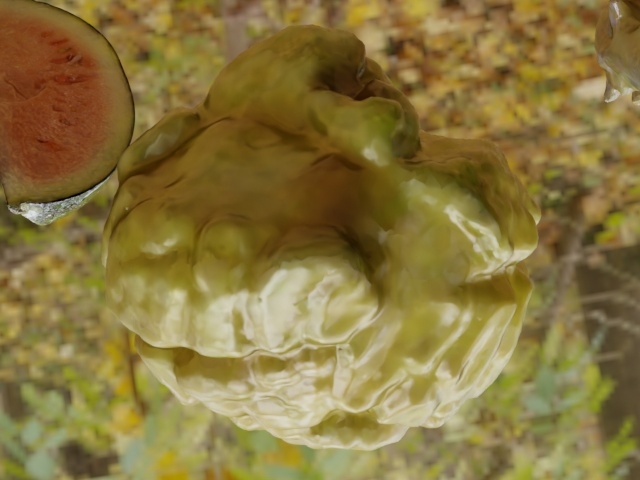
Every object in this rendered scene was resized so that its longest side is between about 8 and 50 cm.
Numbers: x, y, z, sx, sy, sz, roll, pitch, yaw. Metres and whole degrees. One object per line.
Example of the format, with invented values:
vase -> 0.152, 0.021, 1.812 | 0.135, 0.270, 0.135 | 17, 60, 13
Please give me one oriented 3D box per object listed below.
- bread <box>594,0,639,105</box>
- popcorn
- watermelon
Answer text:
bread -> 0.197, -0.089, 0.805 | 0.133, 0.174, 0.251 | -13, 127, -4
popcorn -> 0.000, 0.000, 0.906 | 0.226, 0.203, 0.200 | -18, 136, -4
watermelon -> -0.155, -0.066, 0.983 | 0.087, 0.163, 0.069 | -3, 144, -23
